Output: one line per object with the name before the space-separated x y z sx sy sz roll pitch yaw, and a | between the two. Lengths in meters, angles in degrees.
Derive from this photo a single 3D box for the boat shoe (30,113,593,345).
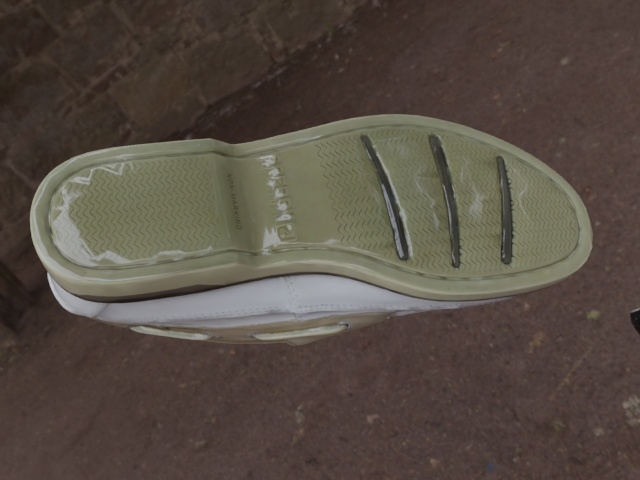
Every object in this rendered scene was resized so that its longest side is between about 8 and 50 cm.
boat shoe | 0.000 0.000 0.414 0.302 0.103 0.113 1 64 -10

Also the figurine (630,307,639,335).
figurine | 0.284 0.128 0.428 0.092 0.209 0.215 -13 -13 7
